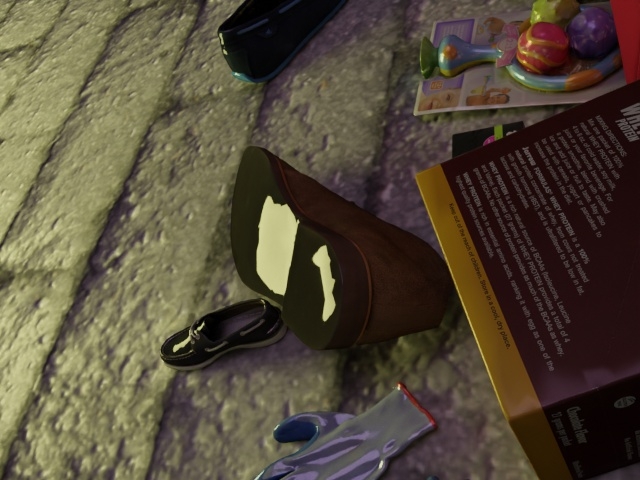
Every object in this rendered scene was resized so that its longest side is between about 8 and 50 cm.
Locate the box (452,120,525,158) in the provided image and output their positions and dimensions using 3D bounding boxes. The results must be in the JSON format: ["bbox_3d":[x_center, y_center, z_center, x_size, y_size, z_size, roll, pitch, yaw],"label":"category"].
[{"bbox_3d":[0.145,-0.047,0.570,0.062,0.052,0.083,-9,53,22],"label":"box"}]

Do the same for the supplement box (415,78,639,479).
[{"bbox_3d":[0.191,0.023,0.437,0.194,0.129,0.191,-23,48,12],"label":"supplement box"}]

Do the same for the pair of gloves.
[{"bbox_3d":[0.031,0.187,0.470,0.159,0.023,0.198,-36,47,-1],"label":"pair of gloves"}]

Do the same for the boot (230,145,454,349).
[{"bbox_3d":[0.000,0.000,0.598,0.305,0.115,0.112,46,128,55],"label":"boot"}]

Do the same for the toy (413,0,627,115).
[{"bbox_3d":[0.206,-0.189,0.643,0.237,0.056,0.137,-1,57,28],"label":"toy"}]

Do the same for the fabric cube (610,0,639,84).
[{"bbox_3d":[0.321,-0.266,0.452,0.259,0.254,0.258,-8,76,20],"label":"fabric cube"}]

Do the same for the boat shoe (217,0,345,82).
[{"bbox_3d":[-0.028,-0.307,0.838,0.109,0.089,0.258,12,62,35],"label":"boat shoe"}]

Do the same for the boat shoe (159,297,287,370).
[{"bbox_3d":[-0.092,0.081,0.607,0.125,0.038,0.046,-15,50,18],"label":"boat shoe"}]
